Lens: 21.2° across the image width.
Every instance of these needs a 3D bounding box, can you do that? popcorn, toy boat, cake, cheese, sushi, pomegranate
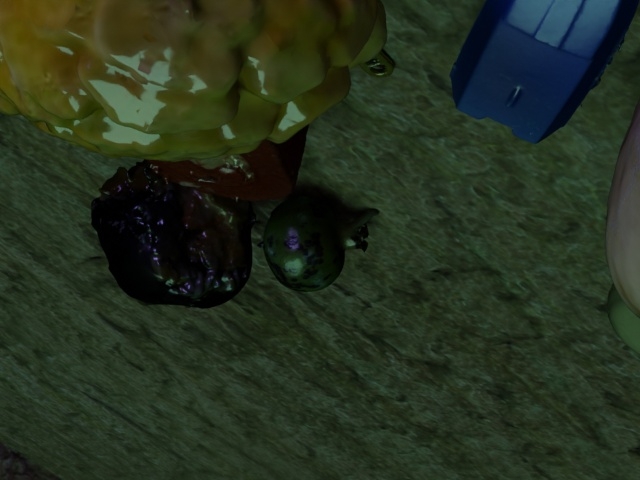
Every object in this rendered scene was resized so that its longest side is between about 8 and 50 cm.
[{"bbox_3d":[-0.141,-0.237,1.469,0.390,0.354,0.344,-8,111,-1],"label":"popcorn"},{"bbox_3d":[0.220,-0.215,1.550,0.129,0.088,0.295,24,144,-1],"label":"toy boat"},{"bbox_3d":[-0.107,-0.150,1.856,0.177,0.151,0.283,7,158,9],"label":"cake"},{"bbox_3d":[0.382,0.059,1.964,0.163,0.070,0.249,-6,144,44],"label":"cheese"},{"bbox_3d":[-0.186,-0.011,2.154,0.213,0.200,0.204,12,165,-37],"label":"sushi"},{"bbox_3d":[0.000,0.000,2.135,0.161,0.122,0.122,-14,147,7],"label":"pomegranate"}]

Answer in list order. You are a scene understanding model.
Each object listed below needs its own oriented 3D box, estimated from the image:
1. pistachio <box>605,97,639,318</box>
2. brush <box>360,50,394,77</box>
[{"bbox_3d":[0.380,-0.038,1.605,0.238,0.229,0.321,49,156,26],"label":"pistachio"},{"bbox_3d":[0.007,-0.231,1.750,0.082,0.010,0.218,-16,140,31],"label":"brush"}]
